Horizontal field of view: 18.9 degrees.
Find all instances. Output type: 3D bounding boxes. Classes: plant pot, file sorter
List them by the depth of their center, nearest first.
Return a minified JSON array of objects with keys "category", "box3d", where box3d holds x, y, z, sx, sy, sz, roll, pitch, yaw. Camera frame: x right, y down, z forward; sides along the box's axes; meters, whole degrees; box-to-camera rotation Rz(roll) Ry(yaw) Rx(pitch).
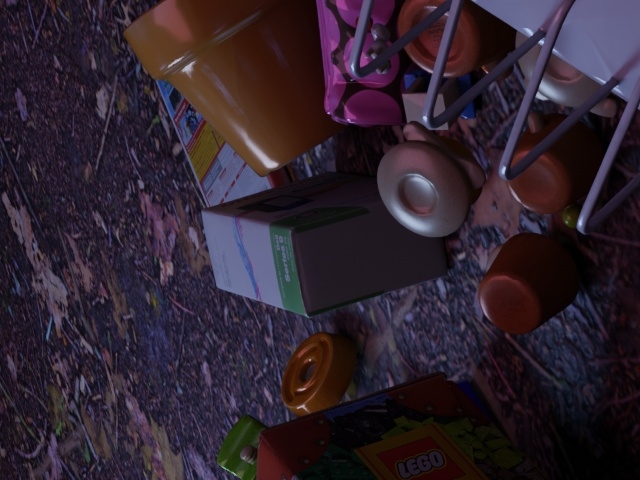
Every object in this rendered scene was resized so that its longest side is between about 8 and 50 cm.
[{"category":"file sorter","box3d":[0.178,-0.131,1.238,0.277,0.173,0.193,36,142,18]},{"category":"plant pot","box3d":[-0.052,-0.171,1.827,0.188,0.205,0.205,58,156,-3]}]

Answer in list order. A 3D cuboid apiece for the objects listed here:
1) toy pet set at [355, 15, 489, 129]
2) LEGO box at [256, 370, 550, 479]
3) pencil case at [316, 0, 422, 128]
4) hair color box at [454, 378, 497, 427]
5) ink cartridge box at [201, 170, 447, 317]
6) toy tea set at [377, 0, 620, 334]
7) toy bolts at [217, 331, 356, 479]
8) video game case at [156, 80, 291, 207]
[{"category":"toy pet set","box3d":[0.105,-0.155,1.646,0.122,0.065,0.114,2,119,25]},{"category":"LEGO box","box3d":[0.105,0.427,1.596,0.372,0.193,0.500,45,141,44]},{"category":"pencil case","box3d":[0.038,-0.200,1.705,0.095,0.098,0.209,-141,40,-64]},{"category":"hair color box","box3d":[0.153,0.320,1.779,0.339,0.110,0.185,58,150,26]},{"category":"ink cartridge box","box3d":[0.000,0.000,1.846,0.212,0.154,0.093,10,114,64]},{"category":"toy tea set","box3d":[0.157,-0.090,1.550,0.200,0.124,0.336,24,129,22]},{"category":"toy bolts","box3d":[0.029,0.236,2.028,0.218,0.158,0.228,-56,28,8]},{"category":"video game case","box3d":[-0.114,-0.128,2.174,0.285,0.025,0.204,67,156,14]}]
